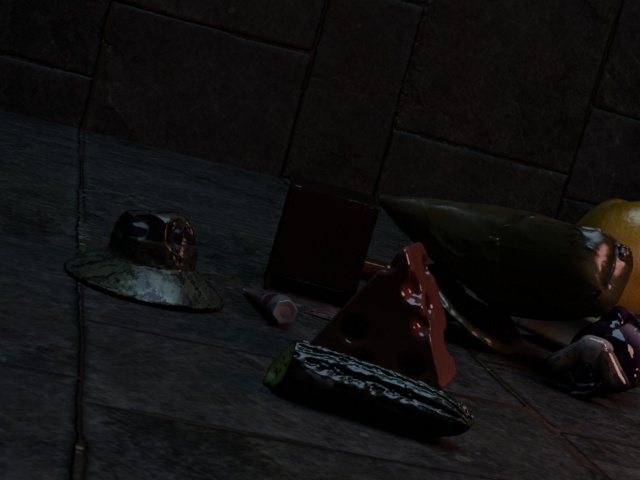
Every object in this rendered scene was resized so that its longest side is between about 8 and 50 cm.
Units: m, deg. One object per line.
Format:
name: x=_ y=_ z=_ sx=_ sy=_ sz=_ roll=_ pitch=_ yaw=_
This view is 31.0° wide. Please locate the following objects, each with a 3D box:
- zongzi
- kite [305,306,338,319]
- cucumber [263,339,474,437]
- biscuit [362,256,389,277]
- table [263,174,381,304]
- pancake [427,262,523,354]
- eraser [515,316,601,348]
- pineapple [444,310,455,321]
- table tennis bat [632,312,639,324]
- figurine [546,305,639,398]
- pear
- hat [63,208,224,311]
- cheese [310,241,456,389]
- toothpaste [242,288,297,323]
zongzi: x=0.316 y=0.005 z=1.995 sx=0.393 sy=0.174 sz=0.356 roll=30 pitch=-12 yaw=-14
kite: x=0.043 y=0.132 z=1.966 sx=0.152 sy=0.005 sz=0.137 roll=12 pitch=10 yaw=-23
cucumber: x=0.061 y=0.188 z=1.438 sx=0.265 sy=0.077 sz=0.077 roll=18 pitch=9 yaw=5
biscuit: x=0.143 y=0.065 z=2.465 sx=0.192 sy=0.036 sz=0.186 roll=15 pitch=6 yaw=2
table: x=0.000 y=0.000 z=2.107 sx=0.169 sy=0.193 sz=0.172 roll=14 pitch=8 yaw=-4
pancake: x=0.272 y=0.124 z=2.083 sx=0.235 sy=0.029 sz=0.212 roll=35 pitch=20 yaw=-9
eraser: x=0.545 y=0.186 z=2.207 sx=0.210 sy=0.092 sz=0.274 roll=11 pitch=10 yaw=-45
pineapple: x=0.219 y=0.115 z=2.171 sx=0.116 sy=0.069 sz=0.137 roll=14 pitch=7 yaw=-5
table tennis bat: x=0.676 y=0.173 z=2.199 sx=0.153 sy=0.040 sz=0.244 roll=26 pitch=11 yaw=41
figurine: x=0.474 y=0.186 z=1.928 sx=0.145 sy=0.145 sz=0.222 roll=20 pitch=13 yaw=27
pear: x=0.669 y=0.061 z=2.541 sx=0.314 sy=0.314 sz=0.314 roll=15 pitch=9 yaw=-2
hat: x=-0.263 y=0.013 z=1.808 sx=0.265 sy=0.128 sz=0.265 roll=14 pitch=5 yaw=-1
cheese: x=0.122 y=0.135 z=1.633 sx=0.177 sy=0.203 sz=0.128 roll=46 pitch=13 yaw=9
toothpaste: x=-0.076 y=0.099 z=1.868 sx=0.067 sy=0.043 sz=0.194 roll=10 pitch=4 yaw=-15
